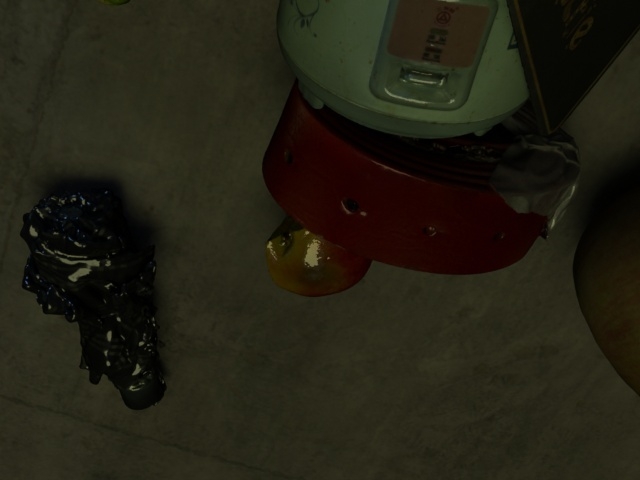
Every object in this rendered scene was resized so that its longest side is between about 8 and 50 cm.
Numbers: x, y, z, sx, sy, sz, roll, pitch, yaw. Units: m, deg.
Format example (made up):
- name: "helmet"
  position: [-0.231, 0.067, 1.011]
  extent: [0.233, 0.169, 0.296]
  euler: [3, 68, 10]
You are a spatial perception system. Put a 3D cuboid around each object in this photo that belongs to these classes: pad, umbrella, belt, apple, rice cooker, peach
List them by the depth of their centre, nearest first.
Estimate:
- name: "pad"
  position: [0.238, -0.190, 0.892]
  extent: [0.315, 0.063, 0.375]
  euler: [-50, 157, -1]
- name: "rice cooker"
  position: [0.097, -0.252, 0.943]
  extent: [0.316, 0.264, 0.317]
  euler: [4, 132, 5]
- name: "belt"
  position: [0.108, -0.082, 1.105]
  extent: [0.323, 0.227, 0.115]
  euler: [6, 132, -26]
- name: "apple"
  position: [0.402, 0.050, 1.176]
  extent: [0.234, 0.257, 0.257]
  euler: [-29, 122, 21]
- name: "peach"
  position: [0.003, 0.007, 1.247]
  extent: [0.118, 0.151, 0.151]
  euler: [39, 122, -10]
- name: "umbrella"
  position: [-0.267, 0.089, 1.331]
  extent: [0.154, 0.128, 0.337]
  euler: [3, 132, -2]

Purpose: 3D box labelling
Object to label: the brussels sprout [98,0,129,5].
- name: "brussels sprout"
  position: [-0.221, -0.256, 1.094]
  extent: [0.083, 0.046, 0.051]
  euler: [34, 130, -23]
